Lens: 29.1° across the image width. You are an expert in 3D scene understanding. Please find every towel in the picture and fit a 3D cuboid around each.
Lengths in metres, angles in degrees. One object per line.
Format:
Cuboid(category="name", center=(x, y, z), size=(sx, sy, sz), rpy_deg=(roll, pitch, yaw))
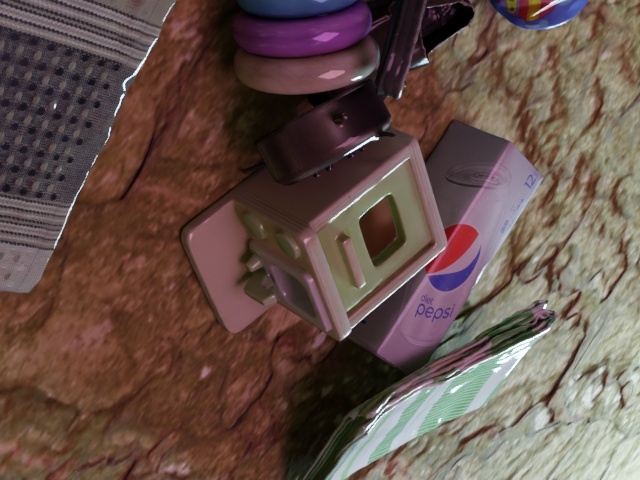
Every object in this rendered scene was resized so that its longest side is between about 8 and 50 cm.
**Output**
Cuboid(category="towel", center=(0.124, 0.201, 1.473), size=(0.325, 0.038, 0.248), rpy_deg=(-25, 158, -34))
Cuboid(category="towel", center=(-0.278, -0.105, 0.886), size=(0.324, 0.056, 0.312), rpy_deg=(11, 112, -52))

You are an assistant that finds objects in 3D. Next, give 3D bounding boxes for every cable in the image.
Cuboid(category="cable", center=(0.111, -0.255, 1.178), size=(0.072, 0.287, 0.139), rpy_deg=(17, 136, -9))

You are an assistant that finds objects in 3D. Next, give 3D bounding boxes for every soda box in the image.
Cuboid(category="soda box", center=(0.133, 0.009, 1.425), size=(0.091, 0.098, 0.286), rpy_deg=(37, 84, -45))

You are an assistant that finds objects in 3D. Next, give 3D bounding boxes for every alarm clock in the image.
Cuboid(category="alarm clock", center=(-0.008, -0.095, 1.200), size=(0.129, 0.192, 0.064), rpy_deg=(-33, 99, -46))

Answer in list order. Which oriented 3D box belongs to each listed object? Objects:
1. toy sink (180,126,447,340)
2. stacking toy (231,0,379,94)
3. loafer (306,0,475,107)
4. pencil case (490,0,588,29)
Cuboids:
Cuboid(category="toy sink", center=(0.000, 0.000, 1.275), size=(0.234, 0.131, 0.152), rpy_deg=(-38, 131, -22))
Cuboid(category="stacking toy", center=(-0.025, -0.306, 1.109), size=(0.141, 0.141, 0.330), rpy_deg=(-23, 120, -33))
Cuboid(category="loafer", center=(0.074, -0.208, 1.277), size=(0.220, 0.078, 0.080), rpy_deg=(-40, 132, -21))
Cuboid(category="pencil case", center=(0.221, -0.355, 1.252), size=(0.133, 0.119, 0.306), rpy_deg=(-59, 155, -24))
